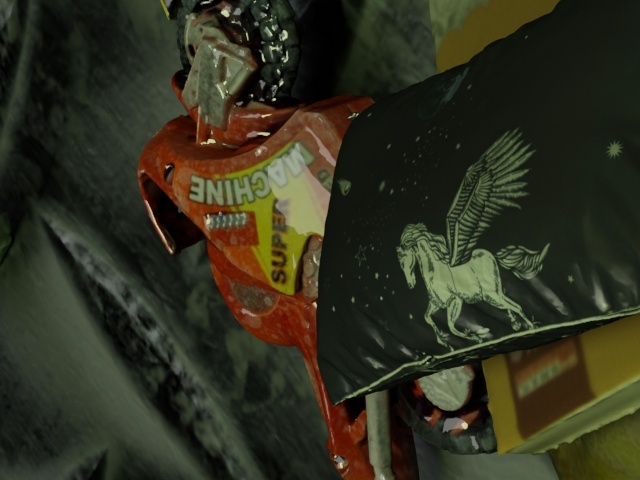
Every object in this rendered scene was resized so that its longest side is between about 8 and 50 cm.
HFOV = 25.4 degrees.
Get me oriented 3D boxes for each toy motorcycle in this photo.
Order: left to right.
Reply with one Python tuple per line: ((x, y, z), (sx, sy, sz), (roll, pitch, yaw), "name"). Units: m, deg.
((0.000, -0.001, 0.760), (0.171, 0.089, 0.298), (-44, 76, 36), "toy motorcycle")

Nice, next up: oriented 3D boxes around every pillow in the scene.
((0.064, -0.018, 0.495), (0.208, 0.055, 0.141), (-26, 46, 53), "pillow")

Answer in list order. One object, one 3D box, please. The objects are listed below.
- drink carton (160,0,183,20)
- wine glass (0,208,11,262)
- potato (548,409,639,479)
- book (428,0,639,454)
((-0.080, -0.210, 0.816), (0.056, 0.071, 0.165), (-32, 77, 49), "drink carton")
((-0.243, 0.186, 0.969), (0.267, 0.267, 0.406), (-48, 63, 42), "wine glass")
((0.171, 0.021, 0.562), (0.178, 0.160, 0.235), (23, 108, 14), "potato")
((0.131, -0.143, 0.525), (0.269, 0.032, 0.388), (-40, 44, 44), "book")
